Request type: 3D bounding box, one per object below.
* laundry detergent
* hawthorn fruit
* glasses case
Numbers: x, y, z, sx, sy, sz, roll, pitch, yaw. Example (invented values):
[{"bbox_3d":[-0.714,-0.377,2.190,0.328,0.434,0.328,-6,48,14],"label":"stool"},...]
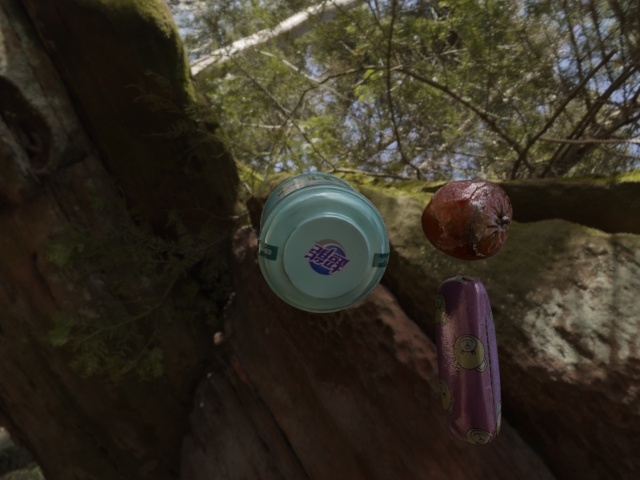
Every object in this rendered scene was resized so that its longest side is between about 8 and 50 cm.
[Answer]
[{"bbox_3d":[0.000,0.000,1.117,0.305,0.287,0.287,-112,177,-75],"label":"laundry detergent"},{"bbox_3d":[0.291,-0.041,0.971,0.173,0.173,0.172,31,-41,30],"label":"hawthorn fruit"},{"bbox_3d":[0.284,0.227,0.940,0.123,0.076,0.316,-24,-116,60],"label":"glasses case"}]
